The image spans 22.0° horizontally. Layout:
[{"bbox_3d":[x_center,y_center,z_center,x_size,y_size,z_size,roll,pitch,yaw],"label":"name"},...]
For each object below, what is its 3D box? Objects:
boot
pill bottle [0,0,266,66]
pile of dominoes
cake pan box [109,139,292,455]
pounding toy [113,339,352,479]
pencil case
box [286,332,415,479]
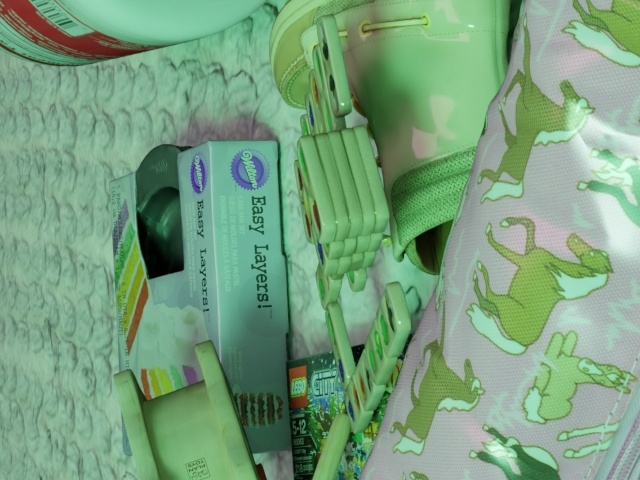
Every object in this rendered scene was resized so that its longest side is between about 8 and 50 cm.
[{"bbox_3d":[0.050,-0.074,1.062,0.262,0.095,0.203,-28,67,58],"label":"boot"},{"bbox_3d":[-0.195,-0.266,1.394,0.408,0.229,0.229,4,94,64],"label":"pill bottle"},{"bbox_3d":[0.000,0.000,1.015,0.251,0.040,0.196,105,153,-68],"label":"pile of dominoes"},{"bbox_3d":[-0.106,0.051,1.404,0.246,0.070,0.266,-10,81,61],"label":"cake pan box"},{"bbox_3d":[-0.041,0.186,1.166,0.269,0.155,0.154,-113,5,-48],"label":"pounding toy"},{"bbox_3d":[0.135,0.018,0.821,0.167,0.160,0.386,-52,-17,-56],"label":"pencil case"},{"bbox_3d":[0.049,0.149,1.117,0.233,0.044,0.159,-20,73,62],"label":"box"}]
